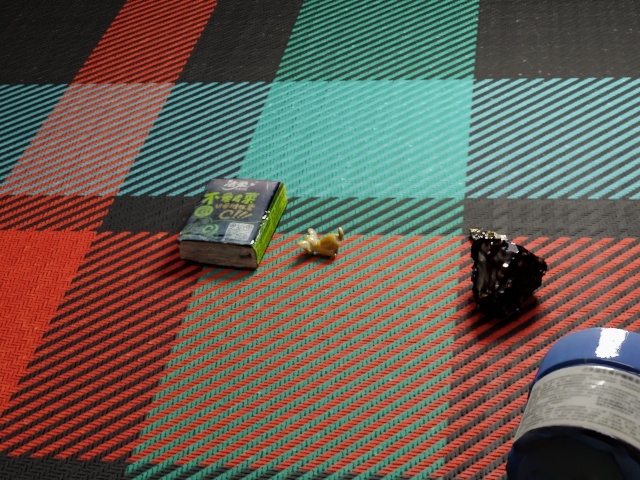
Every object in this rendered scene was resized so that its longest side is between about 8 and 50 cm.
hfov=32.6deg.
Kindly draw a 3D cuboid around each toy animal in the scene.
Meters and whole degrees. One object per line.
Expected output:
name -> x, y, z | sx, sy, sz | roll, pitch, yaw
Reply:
toy animal -> 0.000, 0.000, 2.198 | 0.083, 0.081, 0.060 | 20, 42, 2

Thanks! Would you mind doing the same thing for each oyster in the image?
oyster -> 0.333, -0.007, 2.196 | 0.083, 0.019, 0.054 | 23, 46, 35

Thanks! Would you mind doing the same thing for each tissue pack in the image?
tissue pack -> -0.180, -0.040, 2.276 | 0.173, 0.073, 0.235 | 4, 37, 13

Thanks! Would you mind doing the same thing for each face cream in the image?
face cream -> 0.408, 0.287, 1.587 | 0.249, 0.249, 0.225 | 12, 39, 24

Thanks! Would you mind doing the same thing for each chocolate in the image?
chocolate -> 0.325, 0.082, 2.009 | 0.156, 0.156, 0.133 | 16, 69, 28
